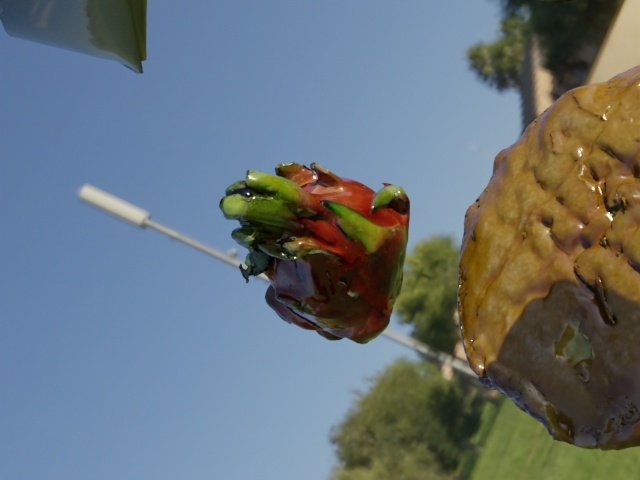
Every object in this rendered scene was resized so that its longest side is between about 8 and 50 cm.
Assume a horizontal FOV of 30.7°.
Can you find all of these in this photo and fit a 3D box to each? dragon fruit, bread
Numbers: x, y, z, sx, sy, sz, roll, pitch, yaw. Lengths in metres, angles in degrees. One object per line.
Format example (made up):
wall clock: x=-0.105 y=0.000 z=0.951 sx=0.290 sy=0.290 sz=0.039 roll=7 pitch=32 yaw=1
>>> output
dragon fruit: x=-0.016 y=0.011 z=1.304 sx=0.200 sy=0.269 sz=0.198 roll=-49 pitch=42 yaw=39
bread: x=0.308 y=0.023 z=1.129 sx=0.215 sy=0.398 sz=0.398 roll=26 pitch=-92 yaw=-41

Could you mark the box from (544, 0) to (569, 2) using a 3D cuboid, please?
box: x=0.187 y=-0.255 z=0.741 sx=0.201 sy=0.144 sz=0.090 roll=-26 pitch=-19 yaw=-22

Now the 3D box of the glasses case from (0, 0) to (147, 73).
glasses case: x=-0.176 y=-0.244 z=0.834 sx=0.083 sy=0.128 sz=0.308 roll=-49 pitch=-17 yaw=-41
